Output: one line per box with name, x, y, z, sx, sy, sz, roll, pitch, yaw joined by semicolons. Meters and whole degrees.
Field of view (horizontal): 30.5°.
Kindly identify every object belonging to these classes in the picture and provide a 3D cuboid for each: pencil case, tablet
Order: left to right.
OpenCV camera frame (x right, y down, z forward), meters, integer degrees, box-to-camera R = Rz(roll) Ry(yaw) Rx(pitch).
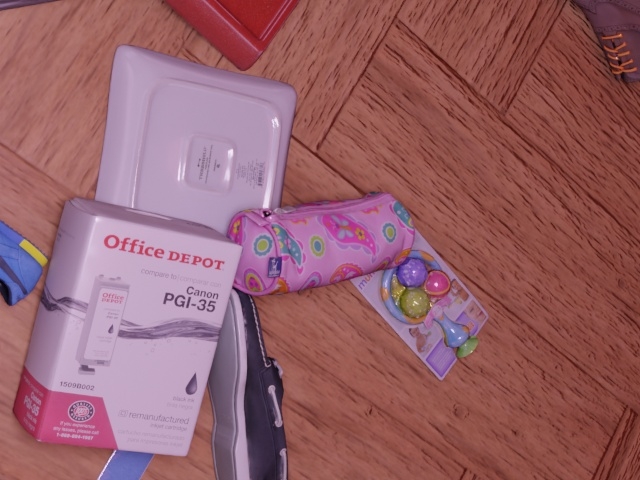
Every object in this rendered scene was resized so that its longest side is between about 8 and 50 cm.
tablet;-0.253;0.293;1.543;0.054;0.006;0.083;37;74;-26
pencil case;0.000;0.000;1.589;0.284;0.124;0.124;-9;96;-44

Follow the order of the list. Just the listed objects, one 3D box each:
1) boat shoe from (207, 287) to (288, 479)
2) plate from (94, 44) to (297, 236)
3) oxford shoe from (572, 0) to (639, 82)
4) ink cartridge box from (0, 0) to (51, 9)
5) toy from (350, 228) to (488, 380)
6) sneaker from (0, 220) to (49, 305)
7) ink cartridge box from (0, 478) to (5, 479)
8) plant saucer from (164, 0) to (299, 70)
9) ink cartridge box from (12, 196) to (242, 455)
boat shoe;-0.096;0.204;1.580;0.091;0.114;0.302;-8;107;-30
plate;-0.157;-0.101;1.568;0.278;0.045;0.277;9;86;-31
oxford shoe;0.513;-0.336;1.917;0.364;0.130;0.132;27;84;-28
ink cartridge box;-0.395;-0.470;1.359;0.270;0.151;0.395;-18;99;-29
toy;0.161;0.084;1.756;0.137;0.056;0.237;-50;114;-22
sneaker;-0.424;-0.002;1.394;0.209;0.069;0.082;43;67;-26
ink cartridge box;-0.406;0.344;1.389;0.067;0.115;0.198;22;81;-28
plant saucer;-0.092;-0.387;1.529;0.259;0.048;0.258;-55;134;-4
ink cartridge box;-0.240;0.108;1.457;0.207;0.117;0.283;12;96;-30
